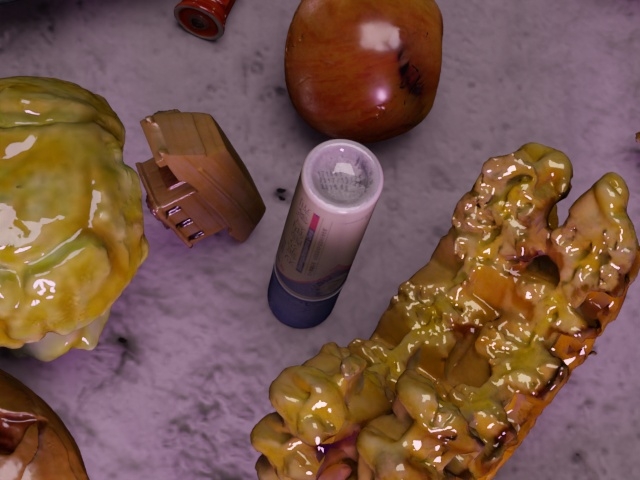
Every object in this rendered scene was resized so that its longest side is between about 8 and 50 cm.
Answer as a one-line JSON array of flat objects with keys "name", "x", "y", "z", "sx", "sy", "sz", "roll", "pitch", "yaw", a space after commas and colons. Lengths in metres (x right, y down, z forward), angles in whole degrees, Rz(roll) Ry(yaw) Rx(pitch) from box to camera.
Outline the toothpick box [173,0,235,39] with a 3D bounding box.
[{"name": "toothpick box", "x": -0.087, "y": -0.216, "z": 1.505, "sx": 0.047, "sy": 0.047, "sz": 0.083, "roll": 24, "pitch": 65, "yaw": 3}]

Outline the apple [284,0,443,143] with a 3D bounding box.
[{"name": "apple", "x": 0.041, "y": -0.148, "z": 1.441, "sx": 0.146, "sy": 0.146, "sz": 0.146, "roll": 3, "pitch": 66, "yaw": -7}]

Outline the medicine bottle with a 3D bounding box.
[{"name": "medicine bottle", "x": 0.000, "y": 0.000, "z": 1.320, "sx": 0.059, "sy": 0.231, "sz": 0.059, "roll": 3, "pitch": 66, "yaw": -7}]

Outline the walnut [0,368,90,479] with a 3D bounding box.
[{"name": "walnut", "x": -0.264, "y": 0.150, "z": 1.276, "sx": 0.245, "sy": 0.137, "sz": 0.137, "roll": 29, "pitch": 65, "yaw": 17}]

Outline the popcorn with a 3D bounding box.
[{"name": "popcorn", "x": -0.227, "y": -0.021, "z": 1.317, "sx": 0.204, "sy": 0.183, "sz": 0.221, "roll": -2, "pitch": 50, "yaw": 0}]

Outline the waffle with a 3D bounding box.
[{"name": "waffle", "x": 0.097, "y": 0.089, "z": 1.281, "sx": 0.151, "sy": 0.261, "sz": 0.324, "roll": 39, "pitch": 64, "yaw": 17}]

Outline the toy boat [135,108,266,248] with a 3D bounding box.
[{"name": "toy boat", "x": -0.097, "y": -0.045, "z": 1.352, "sx": 0.077, "sy": 0.200, "sz": 0.057, "roll": -25, "pitch": 69, "yaw": 2}]

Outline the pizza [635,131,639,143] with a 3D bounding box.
[{"name": "pizza", "x": 0.360, "y": -0.060, "z": 1.499, "sx": 0.199, "sy": 0.062, "sz": 0.188, "roll": 11, "pitch": 53, "yaw": 3}]

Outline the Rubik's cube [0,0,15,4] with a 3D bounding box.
[{"name": "Rubik's cube", "x": -0.177, "y": -0.442, "z": 1.402, "sx": 0.359, "sy": 0.363, "sz": 0.362, "roll": -15, "pitch": 60, "yaw": -14}]
